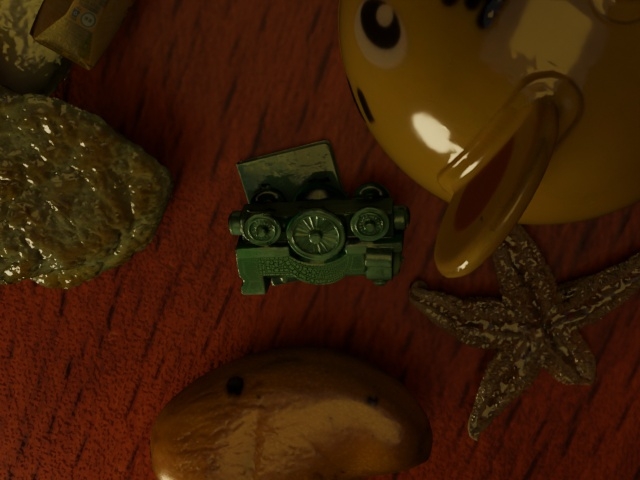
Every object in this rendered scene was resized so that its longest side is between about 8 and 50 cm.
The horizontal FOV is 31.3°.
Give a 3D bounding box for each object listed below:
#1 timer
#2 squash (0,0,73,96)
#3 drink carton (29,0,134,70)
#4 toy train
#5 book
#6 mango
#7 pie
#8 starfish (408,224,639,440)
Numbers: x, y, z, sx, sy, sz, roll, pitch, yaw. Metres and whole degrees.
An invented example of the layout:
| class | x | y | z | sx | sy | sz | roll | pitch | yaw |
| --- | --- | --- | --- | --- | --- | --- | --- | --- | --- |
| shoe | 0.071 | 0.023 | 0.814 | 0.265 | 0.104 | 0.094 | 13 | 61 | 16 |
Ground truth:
| class | x | y | z | sx | sy | sz | roll | pitch | yaw |
| --- | --- | --- | --- | --- | --- | --- | --- | --- | --- |
| timer | 0.179 | -0.173 | 0.898 | 0.376 | 0.387 | 0.376 | 1 | 107 | 3 |
| squash | -0.349 | -0.216 | 1.122 | 0.219 | 0.041 | 0.219 | 1 | 104 | 4 |
| drink carton | -0.195 | -0.261 | 1.059 | 0.074 | 0.084 | 0.200 | 29 | 95 | -20 |
| toy train | 0.000 | 0.000 | 1.117 | 0.178 | 0.071 | 0.104 | -2 | 118 | 8 |
| book | -0.018 | -0.027 | 1.155 | 0.103 | 0.017 | 0.135 | -13 | 106 | 10 |
| mango | -0.035 | 0.197 | 1.177 | 0.295 | 0.120 | 0.177 | -15 | 98 | 9 |
| pie | -0.286 | -0.044 | 1.087 | 0.274 | 0.105 | 0.257 | 10 | 135 | -19 |
| starfish | 0.212 | 0.060 | 1.144 | 0.231 | 0.048 | 0.295 | 44 | 105 | -8 |
